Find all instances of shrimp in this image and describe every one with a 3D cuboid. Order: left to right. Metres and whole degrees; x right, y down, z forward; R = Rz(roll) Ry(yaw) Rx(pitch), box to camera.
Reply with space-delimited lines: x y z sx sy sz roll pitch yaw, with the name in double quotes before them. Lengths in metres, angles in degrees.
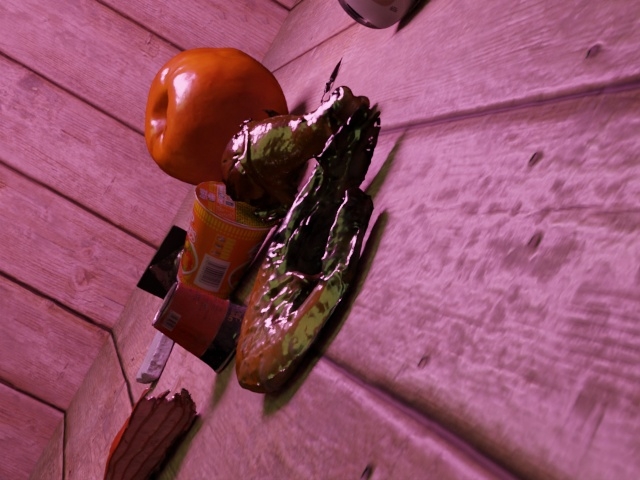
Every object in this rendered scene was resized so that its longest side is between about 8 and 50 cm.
"shrimp" 0.000 0.000 1.485 0.272 0.085 0.445 -19 45 64

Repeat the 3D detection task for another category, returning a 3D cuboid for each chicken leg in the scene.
"chicken leg" -0.063 -0.137 1.904 0.361 0.140 0.211 -8 81 55

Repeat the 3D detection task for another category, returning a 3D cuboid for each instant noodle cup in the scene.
"instant noodle cup" -0.203 0.138 1.835 0.127 0.136 0.127 -57 12 19
"instant noodle cup" -0.184 0.010 2.037 0.168 0.168 0.185 -86 18 -63

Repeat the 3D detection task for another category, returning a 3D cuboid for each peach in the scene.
"peach" -0.229 -0.280 2.504 0.343 0.302 0.342 -14 74 59

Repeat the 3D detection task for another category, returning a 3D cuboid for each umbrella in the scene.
"umbrella" 0.024 -0.340 2.301 0.022 0.013 0.122 93 -162 -67

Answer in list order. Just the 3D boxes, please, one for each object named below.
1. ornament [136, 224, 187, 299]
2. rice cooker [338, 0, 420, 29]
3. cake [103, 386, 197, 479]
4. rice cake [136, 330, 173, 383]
"ornament" -0.250 0.084 2.176 0.166 0.153 0.196 -60 22 7
"rice cooker" 0.113 -0.461 1.924 0.127 0.145 0.206 -56 11 -33
"cake" -0.293 0.343 1.838 0.287 0.098 0.135 -56 11 38
"rice cake" -0.352 0.225 2.449 0.085 0.040 0.226 -45 19 48
